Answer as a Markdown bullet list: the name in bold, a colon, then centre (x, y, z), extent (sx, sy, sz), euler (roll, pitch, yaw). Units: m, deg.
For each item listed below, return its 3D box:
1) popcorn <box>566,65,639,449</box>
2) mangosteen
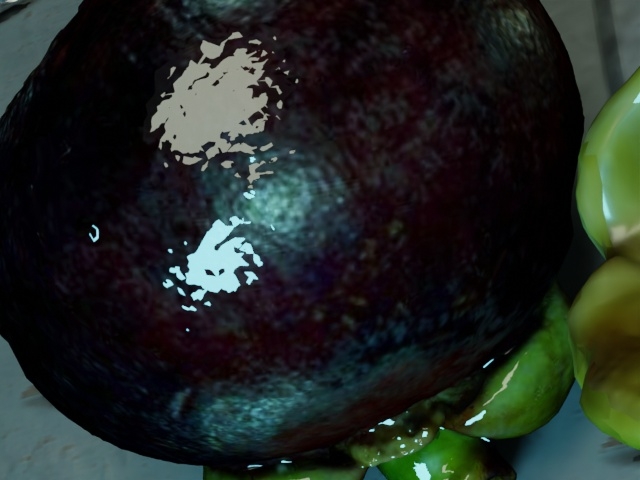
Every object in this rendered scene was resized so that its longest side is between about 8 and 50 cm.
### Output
- **popcorn**: centre (0.178, 0.014, 0.397), extent (0.224, 0.270, 0.258), euler (-10, 9, 26)
- **mangosteen**: centre (-0.001, -0.012, 0.555), extent (0.216, 0.216, 0.216), euler (-16, 51, 20)
